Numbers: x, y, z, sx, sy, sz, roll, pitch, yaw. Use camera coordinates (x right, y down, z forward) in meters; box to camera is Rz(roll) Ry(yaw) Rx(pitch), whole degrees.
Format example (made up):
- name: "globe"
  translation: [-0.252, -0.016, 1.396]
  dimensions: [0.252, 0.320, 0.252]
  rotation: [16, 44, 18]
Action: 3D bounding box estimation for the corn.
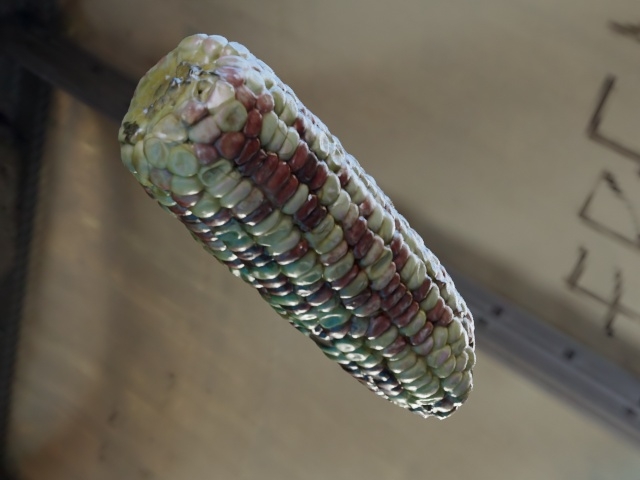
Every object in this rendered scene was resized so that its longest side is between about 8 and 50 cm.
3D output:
- name: "corn"
  translation: [0.000, 0.000, 0.887]
  dimensions: [0.086, 0.086, 0.253]
  rotation: [-52, -55, -9]
